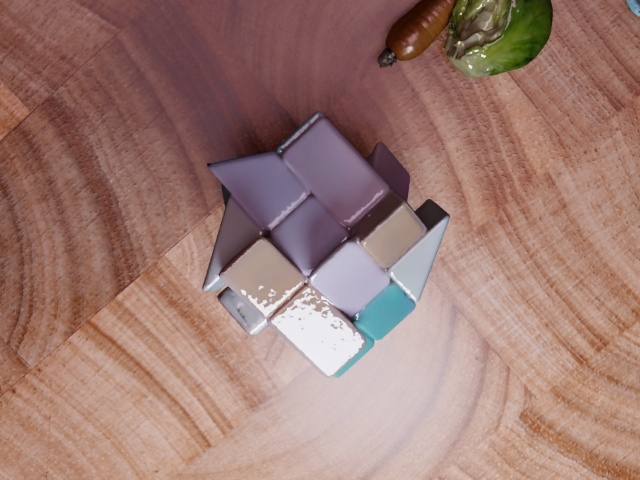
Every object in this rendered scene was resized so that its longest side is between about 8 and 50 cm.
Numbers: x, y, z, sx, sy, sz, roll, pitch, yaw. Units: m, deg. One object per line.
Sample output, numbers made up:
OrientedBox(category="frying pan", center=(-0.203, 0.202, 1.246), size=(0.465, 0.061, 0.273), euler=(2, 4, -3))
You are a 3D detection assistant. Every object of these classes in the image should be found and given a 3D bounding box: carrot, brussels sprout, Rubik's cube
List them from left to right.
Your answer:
OrientedBox(category="Rubik's cube", center=(0.000, 0.000, 1.491), size=(0.358, 0.387, 0.368), euler=(-42, 83, 4))
OrientedBox(category="carrot", center=(0.220, -0.404, 1.537), size=(0.336, 0.069, 0.069), euler=(-43, 101, 5))
OrientedBox(category="brussels sprout", center=(0.295, -0.342, 1.509), size=(0.145, 0.131, 0.183), euler=(14, 113, -40))

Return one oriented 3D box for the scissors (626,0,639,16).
OrientedBox(category="scissors", center=(0.629, -0.519, 1.518), size=(0.180, 0.032, 0.392), euler=(17, 101, 7))
